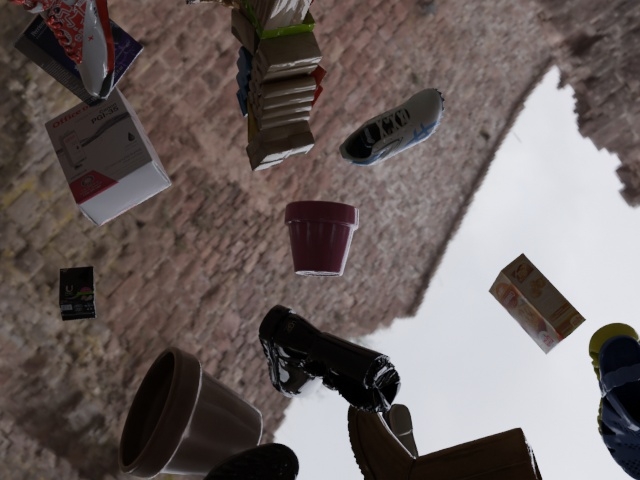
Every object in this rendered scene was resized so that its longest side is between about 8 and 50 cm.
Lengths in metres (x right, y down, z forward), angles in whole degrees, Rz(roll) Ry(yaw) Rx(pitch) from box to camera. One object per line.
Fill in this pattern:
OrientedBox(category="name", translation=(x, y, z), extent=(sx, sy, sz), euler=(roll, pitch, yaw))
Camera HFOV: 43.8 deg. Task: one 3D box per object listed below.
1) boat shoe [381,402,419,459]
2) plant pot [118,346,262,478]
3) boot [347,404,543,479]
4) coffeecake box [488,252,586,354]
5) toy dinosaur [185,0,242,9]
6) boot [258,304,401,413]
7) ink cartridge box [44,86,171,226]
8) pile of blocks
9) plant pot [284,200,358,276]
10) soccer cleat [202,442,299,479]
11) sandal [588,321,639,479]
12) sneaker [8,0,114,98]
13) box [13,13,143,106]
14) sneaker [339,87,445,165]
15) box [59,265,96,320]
OrientedBox(category="boat shoe", translation=(0.175, 0.474, 1.809), extent=(0.065, 0.075, 0.206), euler=(-14, -102, 59))
OrientedBox(category="plant pot", translation=(-0.251, 0.376, 1.610), extent=(0.263, 0.229, 0.263), euler=(-48, -154, 33))
OrientedBox(category="boot", translation=(0.199, 0.342, 1.277), extent=(0.269, 0.236, 0.089), euler=(-19, -179, 20))
OrientedBox(category="coffeecake box", translation=(0.450, 0.135, 1.669), extent=(0.068, 0.185, 0.142), euler=(-37, 162, -13))
OrientedBox(category="toy dinosaur", translation=(-0.126, -0.409, 1.356), extent=(0.064, 0.211, 0.112), euler=(-90, -157, -45))
OrientedBox(category="boot", translation=(0.022, 0.212, 1.226), extent=(0.207, 0.247, 0.094), euler=(25, -117, 26))
OrientedBox(category="ink cartridge box", translation=(-0.514, -0.207, 1.907), extent=(0.207, 0.117, 0.283), euler=(-31, -121, -2))
OrientedBox(category="pile of blocks", translation=(-0.053, -0.272, 1.177), extent=(0.112, 0.362, 0.149), euler=(-15, -134, -24))
OrientedBox(category="plant pot", translation=(0.000, 0.000, 2.114), extent=(0.201, 0.201, 0.180), euler=(-10, -106, 55))
OrientedBox(category="soccer cleat", translation=(-0.167, 0.422, 1.279), extent=(0.318, 0.109, 0.116), euler=(-40, -177, 5))
OrientedBox(category="sandal", translation=(0.584, 0.321, 1.492), extent=(0.126, 0.318, 0.138), euler=(-19, -168, 8))
OrientedBox(category="sneaker", translation=(-0.393, -0.339, 1.190), extent=(0.144, 0.270, 0.090), euler=(-14, -146, -31))
OrientedBox(category="box", translation=(-0.509, -0.408, 1.675), extent=(0.108, 0.207, 0.153), euler=(-2, -126, 58))
OrientedBox(category="sneaker", translation=(0.132, -0.205, 1.481), extent=(0.086, 0.085, 0.237), euler=(-11, 165, -48))
OrientedBox(category="box", translation=(-0.438, 0.095, 1.436), extent=(0.052, 0.062, 0.083), euler=(101, -19, -47))
